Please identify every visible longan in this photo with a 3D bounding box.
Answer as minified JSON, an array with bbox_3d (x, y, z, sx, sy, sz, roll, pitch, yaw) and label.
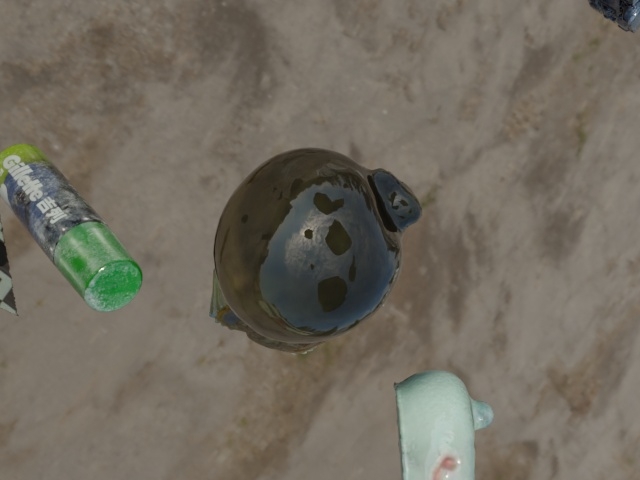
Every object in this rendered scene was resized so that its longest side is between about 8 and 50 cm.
[{"bbox_3d":[0.000,0.000,0.973,0.204,0.159,0.185,-24,128,-15],"label":"longan"}]

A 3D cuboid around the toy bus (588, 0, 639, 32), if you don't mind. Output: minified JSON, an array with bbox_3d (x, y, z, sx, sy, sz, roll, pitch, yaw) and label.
[{"bbox_3d":[0.210,-0.196,0.716,0.065,0.047,0.166,-51,162,0],"label":"toy bus"}]

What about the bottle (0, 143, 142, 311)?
[{"bbox_3d":[-0.364,-0.023,1.504,0.093,0.330,0.093,-24,135,-27],"label":"bottle"}]

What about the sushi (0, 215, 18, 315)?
[{"bbox_3d":[-0.468,-0.038,1.112,0.292,0.294,0.059,98,19,-49],"label":"sushi"}]

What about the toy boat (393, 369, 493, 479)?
[{"bbox_3d":[0.102,0.205,0.854,0.134,0.079,0.207,-66,153,-79],"label":"toy boat"}]

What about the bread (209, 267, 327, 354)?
[{"bbox_3d":[-0.037,0.077,1.553,0.192,0.109,0.210,-33,137,27],"label":"bread"}]
